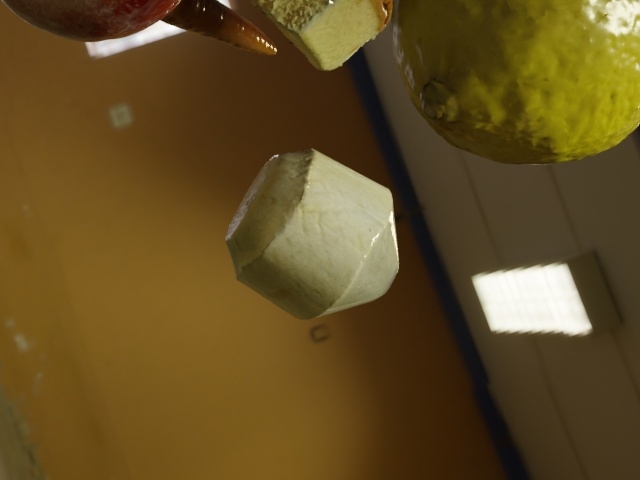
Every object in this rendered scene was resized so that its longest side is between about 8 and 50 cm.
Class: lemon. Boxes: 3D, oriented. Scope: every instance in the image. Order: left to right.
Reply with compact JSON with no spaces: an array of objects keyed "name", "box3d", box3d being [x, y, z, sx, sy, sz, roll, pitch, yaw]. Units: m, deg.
[{"name":"lemon","box3d":[0.198,-0.199,1.209,0.268,0.322,0.268,24,-31,15]}]

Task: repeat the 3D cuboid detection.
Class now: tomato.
[{"name":"tomato","box3d":[-0.250,-0.355,1.477,0.227,0.270,0.270,-59,132,-76]}]

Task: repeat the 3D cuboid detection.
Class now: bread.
[{"name":"bread","box3d":[0.030,-0.345,1.739,0.135,0.240,0.178,46,-1,21]}]

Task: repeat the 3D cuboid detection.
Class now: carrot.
[{"name":"carrot","box3d":[-0.147,-0.302,1.837,0.336,0.069,0.069,20,42,-58]}]

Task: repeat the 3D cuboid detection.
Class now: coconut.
[{"name":"coconut","box3d":[0.000,0.000,1.682,0.222,0.202,0.202,30,0,-14]}]
